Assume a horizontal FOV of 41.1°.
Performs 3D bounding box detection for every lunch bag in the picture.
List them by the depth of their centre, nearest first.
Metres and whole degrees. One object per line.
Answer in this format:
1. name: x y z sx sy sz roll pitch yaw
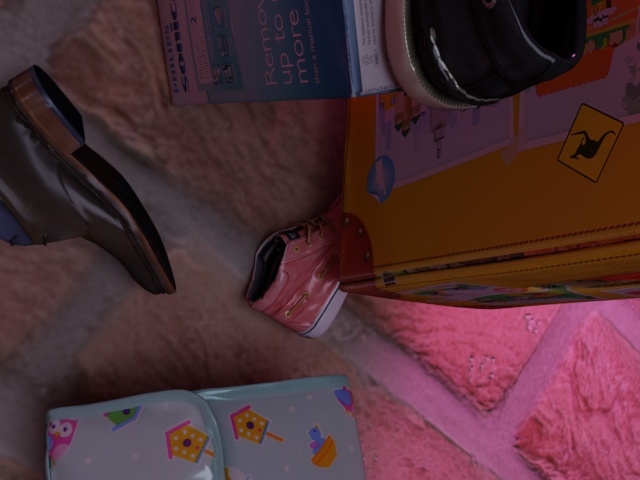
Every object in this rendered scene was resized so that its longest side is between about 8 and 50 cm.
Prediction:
1. lunch bag: -0.093 0.233 0.698 0.262 0.160 0.223 3 70 -33

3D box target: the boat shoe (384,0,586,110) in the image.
1. boat shoe: 0.107 -0.243 0.459 0.127 0.113 0.340 5 94 -31

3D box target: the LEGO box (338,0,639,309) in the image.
1. LEGO box: 0.226 -0.152 0.621 0.193 0.500 0.372 9 79 -29

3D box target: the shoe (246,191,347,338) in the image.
1. shoe: 0.000 0.000 0.803 0.081 0.063 0.178 30 86 -33

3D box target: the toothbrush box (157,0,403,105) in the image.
1. toothbrush box: -0.017 -0.215 0.629 0.126 0.295 0.216 -13 104 -28

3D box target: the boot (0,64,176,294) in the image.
1. boot: -0.209 -0.024 0.690 0.106 0.082 0.219 -30 117 0
